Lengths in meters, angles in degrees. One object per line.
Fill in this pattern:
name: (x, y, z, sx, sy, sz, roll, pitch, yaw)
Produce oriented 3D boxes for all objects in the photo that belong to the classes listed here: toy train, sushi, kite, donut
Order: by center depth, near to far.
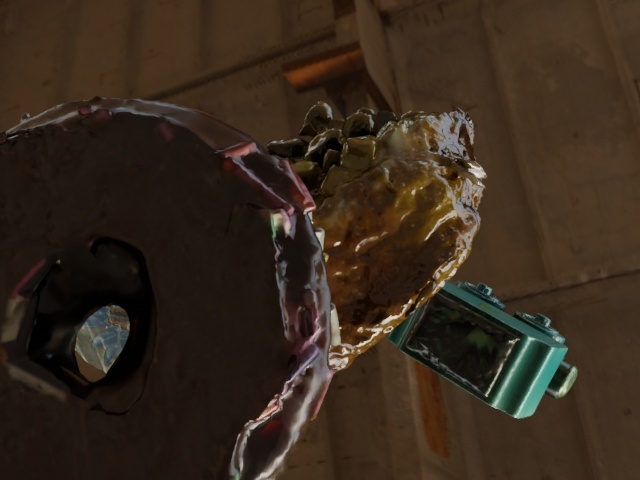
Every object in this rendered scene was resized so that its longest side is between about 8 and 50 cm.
donut: (-0.112, 0.048, 0.436, 0.270, 0.103, 0.269, -4, -103, 16)
sushi: (0.002, -0.002, 0.621, 0.296, 0.167, 0.179, -43, -88, 9)
kite: (-0.231, 0.054, 0.774, 0.310, 0.015, 0.169, 17, -68, 22)
toy train: (0.171, 0.109, 0.859, 0.198, 0.154, 0.107, 30, -82, 29)
